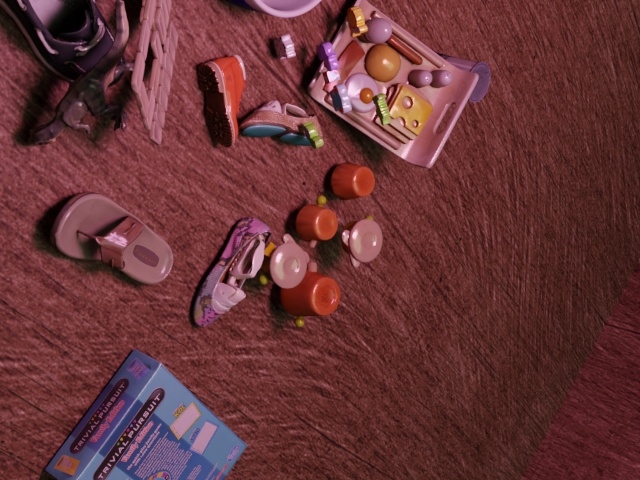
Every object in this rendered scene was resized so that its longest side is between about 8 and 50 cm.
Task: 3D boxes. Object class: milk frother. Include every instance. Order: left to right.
[{"bbox_3d":[0.265,-0.305,2.303,0.129,0.135,0.143,-43,136,-29],"label":"milk frother"}]

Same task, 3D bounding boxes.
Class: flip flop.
[{"bbox_3d":[-0.320,0.007,1.786,0.277,0.080,0.112,36,78,-52],"label":"flip flop"}]

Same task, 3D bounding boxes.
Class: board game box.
[{"bbox_3d":[-0.301,0.387,1.991,0.254,0.079,0.336,-55,140,-17],"label":"board game box"}]

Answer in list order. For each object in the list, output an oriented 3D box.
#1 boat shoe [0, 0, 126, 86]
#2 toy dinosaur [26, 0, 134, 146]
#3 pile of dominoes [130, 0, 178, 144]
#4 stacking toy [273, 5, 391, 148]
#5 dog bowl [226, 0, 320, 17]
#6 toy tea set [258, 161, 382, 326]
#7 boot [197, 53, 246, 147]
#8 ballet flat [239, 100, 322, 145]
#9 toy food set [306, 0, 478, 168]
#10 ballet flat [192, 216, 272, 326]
[{"bbox_3d":[-0.364,-0.310,1.574,0.114,0.091,0.302,-60,142,-11],"label":"boat shoe"},{"bbox_3d":[-0.318,-0.221,1.614,0.268,0.064,0.118,-51,149,19],"label":"toy dinosaur"},{"bbox_3d":[-0.259,-0.275,1.657,0.196,0.040,0.251,86,7,-60],"label":"pile of dominoes"},{"bbox_3d":[0.027,-0.290,1.991,0.167,0.052,0.221,-22,100,-20],"label":"stacking toy"},{"bbox_3d":[-0.076,-0.505,1.821,0.265,0.104,0.265,-25,125,-42],"label":"dog bowl"},{"bbox_3d":[0.000,0.000,2.166,0.336,0.124,0.200,-50,122,-25],"label":"toy tea set"},{"bbox_3d":[-0.154,-0.239,1.894,0.084,0.059,0.158,-36,131,-42],"label":"boot"},{"bbox_3d":[-0.075,-0.216,2.005,0.206,0.073,0.067,7,74,-54],"label":"ballet flat"},{"bbox_3d":[0.142,-0.304,2.114,0.306,0.092,0.219,32,80,-24],"label":"toy food set"},{"bbox_3d":[-0.155,0.062,2.014,0.077,0.079,0.221,38,78,-50],"label":"ballet flat"}]
